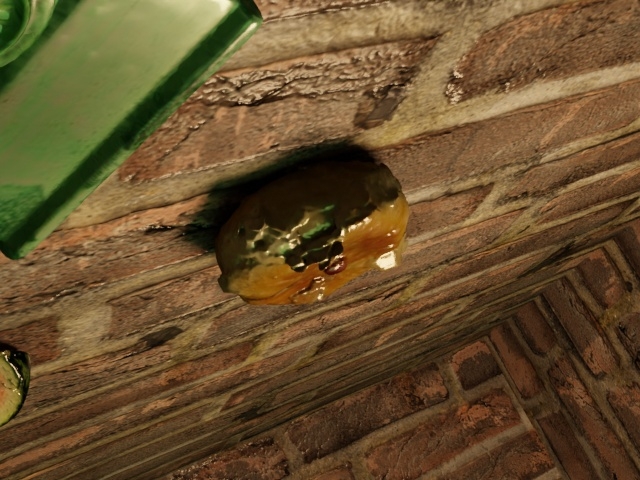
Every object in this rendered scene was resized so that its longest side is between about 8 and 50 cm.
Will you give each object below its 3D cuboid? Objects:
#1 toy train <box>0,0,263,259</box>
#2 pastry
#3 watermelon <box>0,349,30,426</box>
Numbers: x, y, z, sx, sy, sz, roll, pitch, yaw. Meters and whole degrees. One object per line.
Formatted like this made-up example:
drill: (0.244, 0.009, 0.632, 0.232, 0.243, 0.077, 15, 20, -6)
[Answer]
toy train: (-0.181, -0.103, 0.363, 0.266, 0.145, 0.202, -36, 162, 26)
pastry: (-0.005, 0.003, 0.905, 0.257, 0.120, 0.235, -21, 160, -16)
watermelon: (-0.446, 0.196, 0.930, 0.245, 0.063, 0.119, -29, 143, 19)
